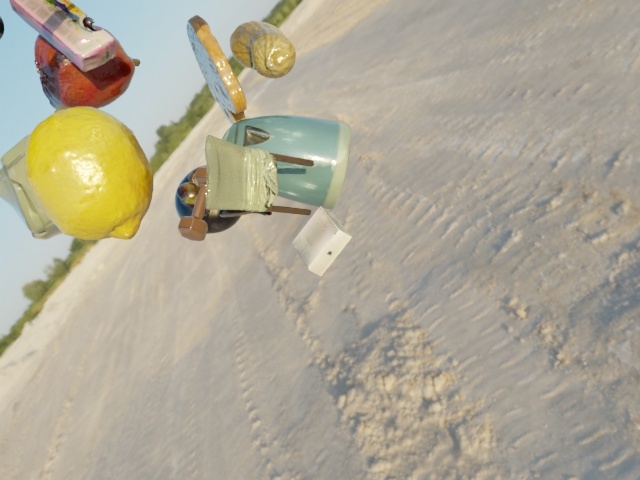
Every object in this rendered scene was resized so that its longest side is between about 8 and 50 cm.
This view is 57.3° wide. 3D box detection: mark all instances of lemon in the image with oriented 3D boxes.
[{"bbox_3d":[-0.448,-0.127,1.148,0.233,0.288,0.233,-29,7,4],"label":"lemon"}]

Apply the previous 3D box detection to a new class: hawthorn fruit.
[{"bbox_3d":[-0.689,-0.522,1.759,0.307,0.265,0.265,-16,-1,-28],"label":"hawthorn fruit"}]

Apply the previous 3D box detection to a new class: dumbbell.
[{"bbox_3d":[-0.361,-0.114,1.774,0.092,0.082,0.231,116,168,-68],"label":"dumbbell"}]

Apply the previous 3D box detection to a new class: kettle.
[{"bbox_3d":[-0.113,-0.226,1.668,0.319,0.341,0.247,121,158,-71],"label":"kettle"}]

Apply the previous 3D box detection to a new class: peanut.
[{"bbox_3d":[-0.167,-0.593,1.800,0.159,0.143,0.291,-38,41,-10],"label":"peanut"}]

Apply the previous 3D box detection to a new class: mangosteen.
[{"bbox_3d":[-0.402,-0.169,2.138,0.275,0.274,0.302,-57,-12,-25],"label":"mangosteen"}]

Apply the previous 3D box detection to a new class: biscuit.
[{"bbox_3d":[-0.309,-0.507,1.800,0.057,0.351,0.312,-28,-20,-10],"label":"biscuit"}]

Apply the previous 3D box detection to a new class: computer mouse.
[{"bbox_3d":[-0.627,-0.102,1.416,0.228,0.145,0.429,-36,-10,-21],"label":"computer mouse"}]

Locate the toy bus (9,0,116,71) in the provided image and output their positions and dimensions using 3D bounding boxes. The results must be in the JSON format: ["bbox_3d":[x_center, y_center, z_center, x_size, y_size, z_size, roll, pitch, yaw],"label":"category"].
[{"bbox_3d":[-0.662,-0.557,1.509,0.112,0.274,0.090,-50,-1,-24],"label":"toy bus"}]

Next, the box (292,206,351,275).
[{"bbox_3d":[0.000,0.000,1.503,0.129,0.051,0.130,-52,37,12],"label":"box"}]

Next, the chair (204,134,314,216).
[{"bbox_3d":[-0.177,-0.131,1.316,0.186,0.319,0.160,4,92,43],"label":"chair"}]

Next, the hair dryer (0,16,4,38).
[{"bbox_3d":[-0.649,-0.507,1.148,0.248,0.078,0.195,-55,15,4],"label":"hair dryer"}]
